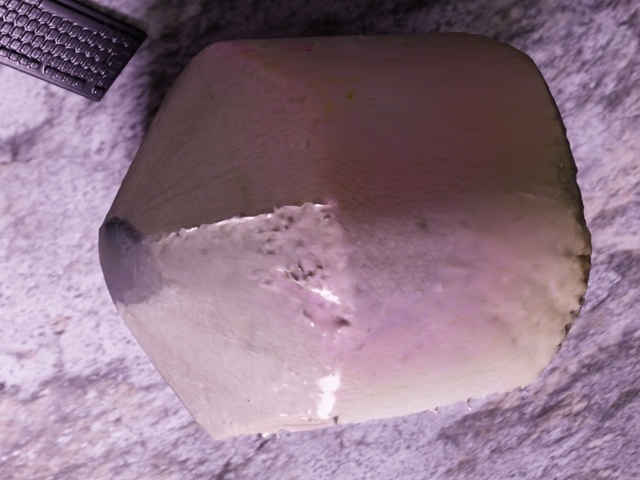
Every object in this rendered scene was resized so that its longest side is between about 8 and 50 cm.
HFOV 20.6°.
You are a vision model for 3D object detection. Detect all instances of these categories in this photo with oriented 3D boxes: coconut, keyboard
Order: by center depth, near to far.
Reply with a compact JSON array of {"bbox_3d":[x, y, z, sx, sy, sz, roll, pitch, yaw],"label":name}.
[{"bbox_3d":[-0.206,-0.145,1.157,0.202,0.011,0.067,21,118,-44],"label":"keyboard"},{"bbox_3d":[0.000,0.000,1.218,0.309,0.297,0.297,-8,135,-25],"label":"coconut"}]
